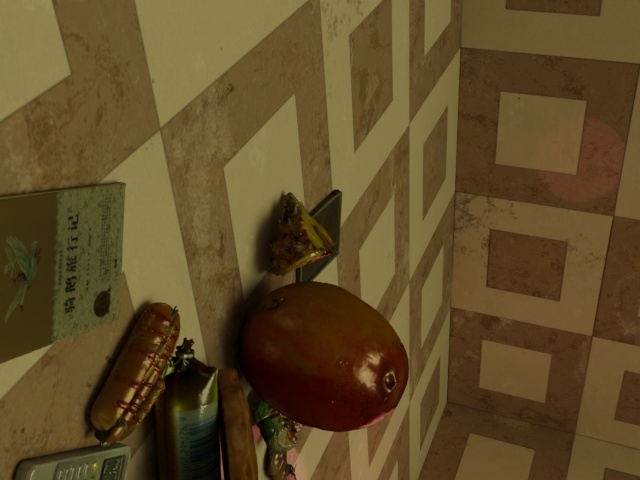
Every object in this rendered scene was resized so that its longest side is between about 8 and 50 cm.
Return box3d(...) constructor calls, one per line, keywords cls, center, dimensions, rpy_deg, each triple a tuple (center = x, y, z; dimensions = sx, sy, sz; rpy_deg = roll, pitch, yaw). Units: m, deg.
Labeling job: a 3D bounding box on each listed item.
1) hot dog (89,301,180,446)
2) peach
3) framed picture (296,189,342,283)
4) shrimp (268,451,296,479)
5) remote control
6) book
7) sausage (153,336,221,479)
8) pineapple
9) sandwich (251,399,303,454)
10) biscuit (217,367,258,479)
box3d(cls="hot dog", center=(-0.290, 0.219, 1.299), dimensions=(0.104, 0.076, 0.250), rpy_deg=(75, 30, -51))
box3d(cls="peach", center=(0.013, 0.250, 1.713), dimensions=(0.372, 0.372, 0.290), rpy_deg=(79, 32, -46))
box3d(cls="framed picture", center=(0.000, 0.000, 2.034), dimensions=(0.260, 0.023, 0.189), rpy_deg=(-46, 142, -56))
box3d(cls="shrimp", center=(-0.071, 0.548, 2.085), dimensions=(0.262, 0.051, 0.198), rpy_deg=(69, 36, -50))
box3d(cls="remote control", center=(-0.372, 0.368, 1.211), dimensions=(0.250, 0.034, 0.103), rpy_deg=(24, 78, -70))
box3d(cls="book", center=(-0.364, 0.039, 1.085), dimensions=(0.310, 0.021, 0.217), rpy_deg=(-21, 120, -67))
box3d(cls="sausage", center=(-0.240, 0.318, 1.428), dimensions=(0.117, 0.125, 0.317), rpy_deg=(-32, 127, -59))
box3d(cls="pineapple", center=(-0.071, -0.008, 1.768), dimensions=(0.164, 0.140, 0.250), rpy_deg=(56, 11, -4))
box3d(cls="sandwich", center=(-0.068, 0.408, 1.862), dimensions=(0.109, 0.160, 0.185), rpy_deg=(62, -1, 23))
box3d(cls="biscuit", center=(-0.149, 0.443, 1.514), dimensions=(0.385, 0.062, 0.365), rpy_deg=(-106, -166, -48))
